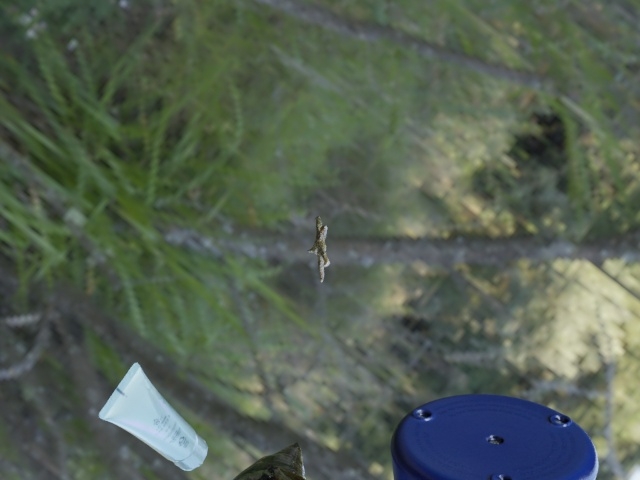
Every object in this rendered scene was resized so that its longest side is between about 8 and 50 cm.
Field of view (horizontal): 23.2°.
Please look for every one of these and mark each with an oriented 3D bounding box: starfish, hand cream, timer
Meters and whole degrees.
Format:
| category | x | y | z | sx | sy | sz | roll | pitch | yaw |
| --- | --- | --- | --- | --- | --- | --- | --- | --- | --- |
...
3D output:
| category | x | y | z | sx | sy | sz | roll | pitch | yaw |
| --- | --- | --- | --- | --- | --- | --- | --- | --- | --- |
| starfish | 0.000 | 0.000 | 1.840 | 0.086 | 0.016 | 0.092 | 103 | -15 | -45 |
| hand cream | -0.203 | 0.224 | 1.918 | 0.078 | 0.050 | 0.205 | -54 | 144 | -13 |
| timer | 0.218 | 0.429 | 2.097 | 0.270 | 0.270 | 0.383 | -48 | 145 | -62 |

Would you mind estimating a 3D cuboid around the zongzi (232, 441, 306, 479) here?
| category | x | y | z | sx | sy | sz | roll | pitch | yaw |
| --- | --- | --- | --- | --- | --- | --- | --- | --- | --- |
| zongzi | -0.122 | 0.420 | 2.241 | 0.286 | 0.138 | 0.300 | -43 | -171 | 11 |
